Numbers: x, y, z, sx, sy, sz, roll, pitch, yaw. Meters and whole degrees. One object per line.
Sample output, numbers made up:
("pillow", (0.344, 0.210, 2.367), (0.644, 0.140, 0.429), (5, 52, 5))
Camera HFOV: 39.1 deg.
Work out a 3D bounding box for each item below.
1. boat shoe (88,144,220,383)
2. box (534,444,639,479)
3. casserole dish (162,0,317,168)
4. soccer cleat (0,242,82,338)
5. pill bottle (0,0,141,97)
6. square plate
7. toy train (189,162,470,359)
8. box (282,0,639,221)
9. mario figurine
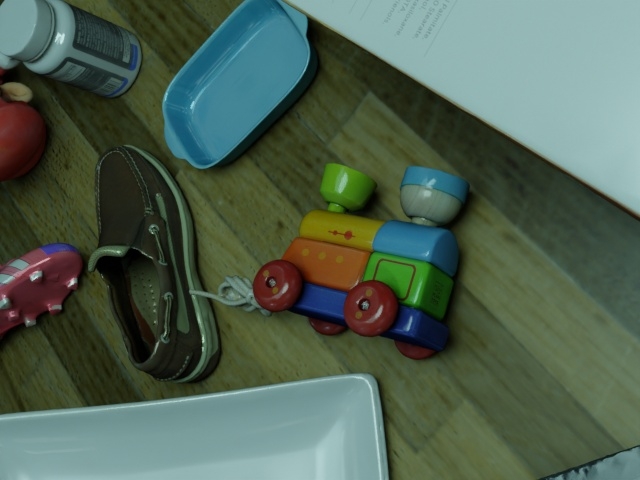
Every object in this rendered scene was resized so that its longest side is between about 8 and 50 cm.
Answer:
("boat shoe", (-0.173, 0.011, 0.856), (0.095, 0.095, 0.257), (-37, 64, 23))
("box", (0.173, 0.303, 0.573), (0.295, 0.073, 0.293), (-25, 67, 20))
("casserole dish", (-0.074, -0.147, 0.853), (0.188, 0.037, 0.114), (-43, 62, 21))
("soccer cleat", (-0.354, 0.064, 0.982), (0.248, 0.083, 0.095), (-40, 58, 25))
("pill bottle", (-0.258, -0.200, 0.923), (0.078, 0.137, 0.078), (-6, 78, 33))
("square plate", (-0.106, 0.296, 0.716), (0.347, 0.049, 0.344), (-7, 77, 1))
("toy train", (0.000, 0.000, 0.747), (0.248, 0.105, 0.143), (12, 78, 35))
("box", (0.164, -0.140, 0.586), (0.345, 0.215, 0.168), (39, 104, 32))
("mario figurine", (-0.418, -0.192, 1.004), (0.320, 0.170, 0.198), (56, 147, 35))
